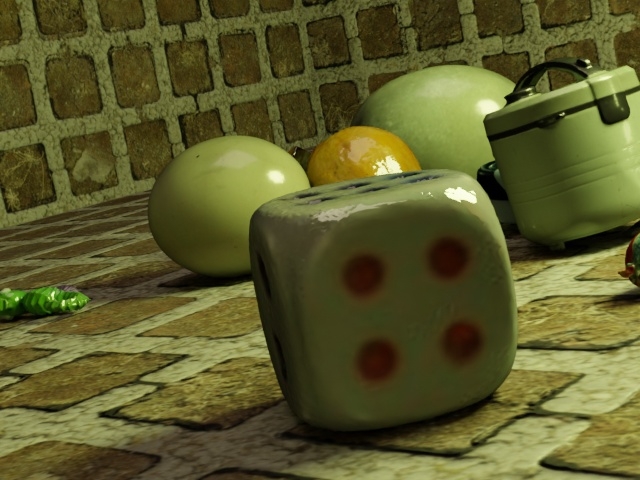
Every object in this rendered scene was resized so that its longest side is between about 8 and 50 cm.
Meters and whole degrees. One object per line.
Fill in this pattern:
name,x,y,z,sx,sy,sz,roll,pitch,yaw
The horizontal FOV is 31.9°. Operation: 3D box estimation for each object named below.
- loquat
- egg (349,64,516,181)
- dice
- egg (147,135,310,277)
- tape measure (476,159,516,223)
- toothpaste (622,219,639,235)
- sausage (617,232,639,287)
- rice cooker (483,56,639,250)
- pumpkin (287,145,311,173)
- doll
loquat,0.077,-0.084,1.763,0.187,0.176,0.234,-22,53,-19
egg,0.216,-0.185,2.019,0.352,0.258,0.258,-14,6,28
dice,0.050,0.046,0.962,0.193,0.191,0.194,-13,11,-10
egg,-0.141,-0.052,1.735,0.269,0.219,0.219,-4,11,27
tape measure,0.331,-0.078,1.709,0.182,0.107,0.181,-15,12,-26
toothpaste,0.527,-0.041,1.438,0.266,0.061,0.096,-13,7,38
sausage,0.415,-0.002,1.211,0.264,0.083,0.083,-18,11,-31
rice cooker,0.341,-0.124,1.500,0.226,0.244,0.226,-22,4,2
pumpkin,-0.084,-0.049,1.949,0.254,0.149,0.130,-22,41,48
doll,-0.432,0.094,1.709,0.190,0.050,0.115,-4,7,26
